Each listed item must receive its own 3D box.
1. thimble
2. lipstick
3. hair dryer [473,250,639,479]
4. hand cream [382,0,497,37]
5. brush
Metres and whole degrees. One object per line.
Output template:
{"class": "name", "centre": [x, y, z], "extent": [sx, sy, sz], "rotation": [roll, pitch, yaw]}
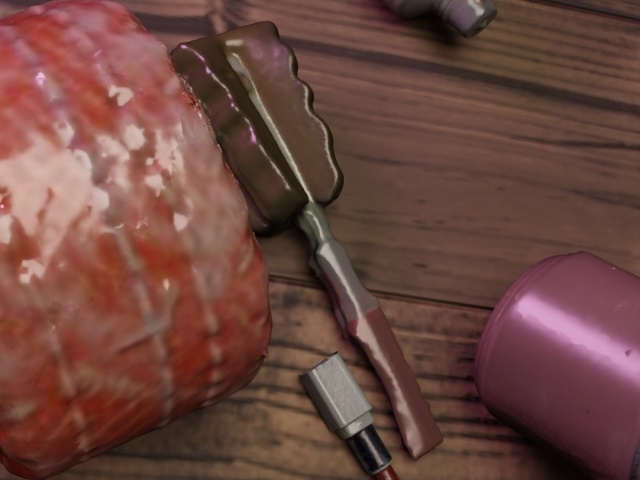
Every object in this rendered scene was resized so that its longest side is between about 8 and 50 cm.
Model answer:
{"class": "thimble", "centre": [-0.145, -0.004, 0.678], "extent": [0.162, 0.239, 0.239], "rotation": [-26, 80, -21]}
{"class": "lipstick", "centre": [0.025, 0.122, 0.796], "extent": [0.025, 0.025, 0.107], "rotation": [-29, 87, -23]}
{"class": "hair dryer", "centre": [0.139, 0.191, 0.746], "extent": [0.210, 0.125, 0.352], "rotation": [31, 83, 36]}
{"class": "hand cream", "centre": [0.008, -0.275, 0.923], "extent": [0.124, 0.078, 0.340], "rotation": [-33, 75, -24]}
{"class": "brush", "centre": [0.000, 0.000, 0.815], "extent": [0.084, 0.071, 0.301], "rotation": [-25, 85, -27]}
